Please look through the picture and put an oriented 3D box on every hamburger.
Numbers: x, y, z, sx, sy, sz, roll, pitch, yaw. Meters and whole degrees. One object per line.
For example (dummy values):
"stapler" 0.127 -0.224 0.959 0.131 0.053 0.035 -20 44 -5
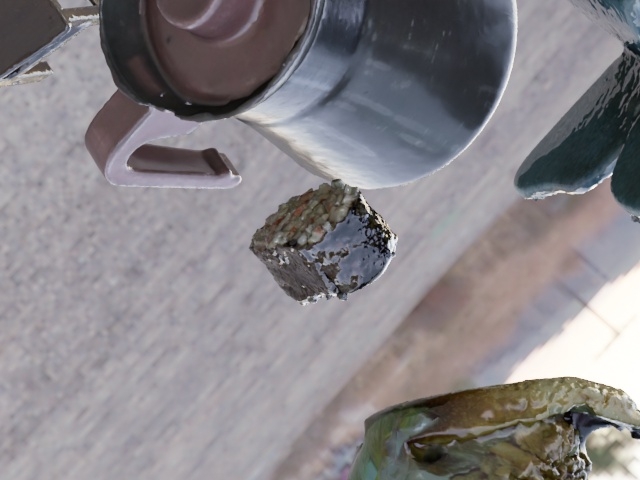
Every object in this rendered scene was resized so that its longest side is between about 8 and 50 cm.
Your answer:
"hamburger" 0.125 0.213 1.307 0.288 0.168 0.192 -16 164 38

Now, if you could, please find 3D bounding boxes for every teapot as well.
"teapot" -0.035 -0.186 1.435 0.376 0.305 0.361 -45 153 24

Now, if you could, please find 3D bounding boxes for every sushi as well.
"sushi" 0.000 0.000 1.303 0.090 0.078 0.150 -46 -164 -19

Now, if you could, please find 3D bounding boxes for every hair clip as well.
"hair clip" 0.274 -0.208 1.266 0.392 0.238 0.318 -38 -163 9

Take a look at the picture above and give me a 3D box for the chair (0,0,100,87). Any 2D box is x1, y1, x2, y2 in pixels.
"chair" -0.453 -0.313 1.997 0.203 0.240 0.416 -29 -173 22
